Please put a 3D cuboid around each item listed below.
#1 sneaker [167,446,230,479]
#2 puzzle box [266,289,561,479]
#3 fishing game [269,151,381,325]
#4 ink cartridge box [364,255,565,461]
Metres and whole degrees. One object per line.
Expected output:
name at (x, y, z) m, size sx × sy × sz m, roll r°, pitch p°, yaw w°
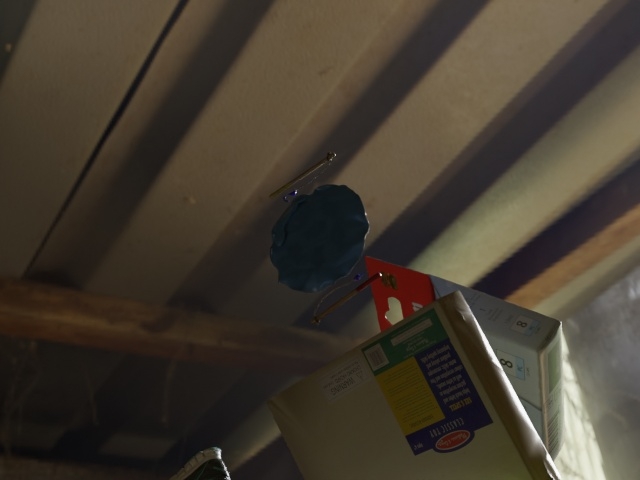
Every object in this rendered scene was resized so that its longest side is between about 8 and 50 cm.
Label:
sneaker at (-0.213, 0.415, 1.635) m, size 0.166 × 0.076 × 0.065 m, roll -45°, pitch -29°, yaw 13°
puzzle box at (0.108, 0.270, 1.374) m, size 0.052 × 0.272 × 0.409 m, roll -17°, pitch -13°, yaw -44°
fishing game at (0.000, 0.000, 1.583) m, size 0.189 × 0.264 × 0.041 m, roll -37°, pitch -38°, yaw 18°
ink cartridge box at (0.236, 0.211, 1.758) m, size 0.385 × 0.091 × 0.308 m, roll 19°, pitch -40°, yaw 33°
